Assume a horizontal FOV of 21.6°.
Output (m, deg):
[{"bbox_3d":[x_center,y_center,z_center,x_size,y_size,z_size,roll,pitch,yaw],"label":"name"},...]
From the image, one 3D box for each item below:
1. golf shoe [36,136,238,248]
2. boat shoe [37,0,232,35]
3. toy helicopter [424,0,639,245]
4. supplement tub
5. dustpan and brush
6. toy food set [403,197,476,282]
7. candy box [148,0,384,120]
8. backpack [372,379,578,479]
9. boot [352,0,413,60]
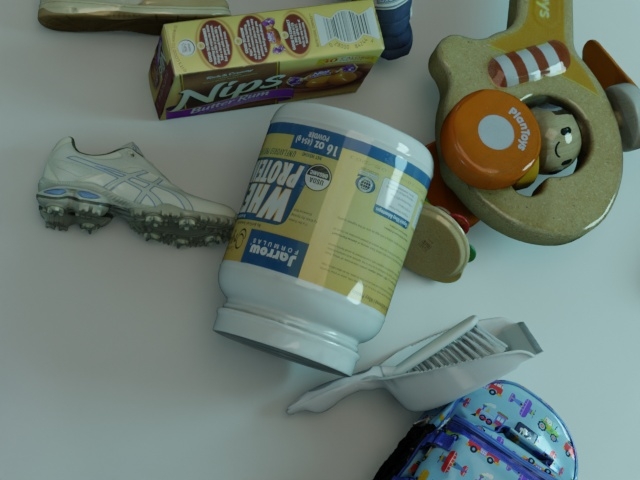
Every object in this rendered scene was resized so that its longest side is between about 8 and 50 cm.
[{"bbox_3d":[-0.149,-0.046,1.422,0.176,0.069,0.086,11,66,-11],"label":"golf shoe"},{"bbox_3d":[-0.162,-0.216,1.469,0.170,0.063,0.059,1,79,-12],"label":"boat shoe"},{"bbox_3d":[0.212,-0.163,1.504,0.235,0.140,0.355,10,68,-11],"label":"toy helicopter"},{"bbox_3d":[0.000,0.000,1.389,0.144,0.144,0.200,20,82,-7],"label":"supplement tub"},{"bbox_3d":[0.074,0.111,1.408,0.211,0.147,0.060,-31,97,4],"label":"dustpan and brush"},{"bbox_3d":[0.095,-0.001,1.457,0.083,0.083,0.020,34,47,5],"label":"toy food set"},{"bbox_3d":[-0.049,-0.157,1.453,0.186,0.109,0.053,-10,77,-16],"label":"candy box"},{"bbox_3d":[0.143,0.194,1.389,0.158,0.117,0.173,39,67,0],"label":"backpack"},{"bbox_3d":[0.038,-0.251,1.529,0.069,0.086,0.190,-13,49,-4],"label":"boot"}]
